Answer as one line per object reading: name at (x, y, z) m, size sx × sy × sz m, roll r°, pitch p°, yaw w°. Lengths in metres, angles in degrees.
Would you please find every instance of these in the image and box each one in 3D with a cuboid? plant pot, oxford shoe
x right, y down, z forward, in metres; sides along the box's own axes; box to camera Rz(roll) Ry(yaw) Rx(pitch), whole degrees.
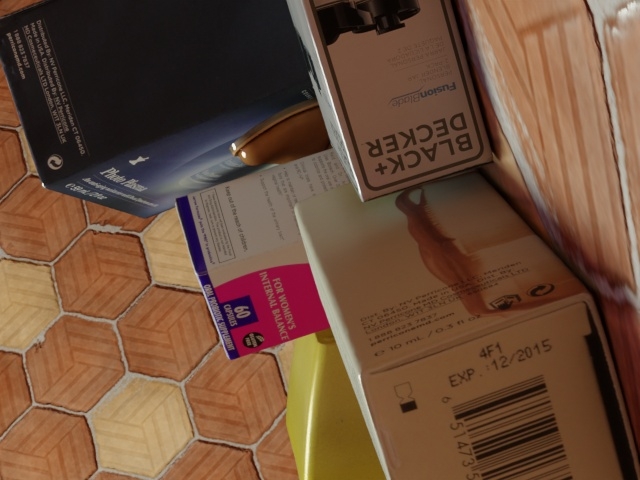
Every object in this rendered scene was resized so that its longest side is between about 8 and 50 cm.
plant pot at (0.065, 0.182, 1.730) m, size 0.212 × 0.212 × 0.187 m, roll -112°, pitch 17°, yaw -70°
oxford shoe at (0.007, -0.086, 1.241) m, size 0.076 × 0.212 × 0.076 m, roll -36°, pitch 74°, yaw 42°

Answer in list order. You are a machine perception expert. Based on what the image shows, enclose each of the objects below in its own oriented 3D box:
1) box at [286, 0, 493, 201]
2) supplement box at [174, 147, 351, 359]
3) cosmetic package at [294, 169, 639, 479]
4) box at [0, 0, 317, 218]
box at (0.016, -0.186, 0.855) m, size 0.169 × 0.087 × 0.289 m, roll -112°, pitch 4°, yaw -71°
supplement box at (0.000, 0.000, 1.182) m, size 0.114 × 0.220 × 0.111 m, roll -112°, pitch 4°, yaw -49°
cosmetic package at (0.078, 0.063, 0.824) m, size 0.296 × 0.129 × 0.153 m, roll -114°, pitch 4°, yaw -69°
box at (-0.119, -0.162, 1.354) m, size 0.296 × 0.294 × 0.182 m, roll 20°, pitch -131°, yaw -78°
